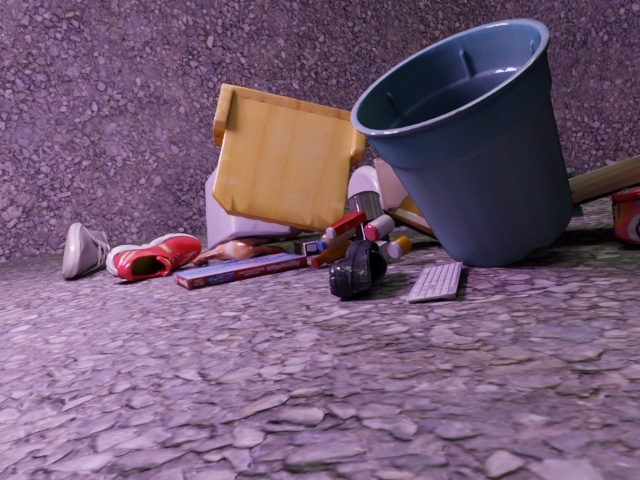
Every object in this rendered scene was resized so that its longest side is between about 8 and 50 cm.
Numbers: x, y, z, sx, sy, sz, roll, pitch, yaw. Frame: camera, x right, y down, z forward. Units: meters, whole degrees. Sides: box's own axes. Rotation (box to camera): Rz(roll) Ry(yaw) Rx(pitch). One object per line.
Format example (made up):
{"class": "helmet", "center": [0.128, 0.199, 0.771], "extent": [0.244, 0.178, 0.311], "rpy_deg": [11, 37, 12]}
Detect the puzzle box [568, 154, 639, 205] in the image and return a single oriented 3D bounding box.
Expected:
{"class": "puzzle box", "center": [0.513, -0.087, 1.252], "extent": [0.409, 0.052, 0.272], "rpy_deg": [-20, -6, 28]}

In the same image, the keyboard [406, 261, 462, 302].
{"class": "keyboard", "center": [0.192, 0.065, 0.938], "extent": [0.072, 0.014, 0.256], "rpy_deg": [-6, 6, 17]}

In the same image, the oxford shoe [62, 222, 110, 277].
{"class": "oxford shoe", "center": [-0.752, 0.033, 1.850], "extent": [0.130, 0.169, 0.449], "rpy_deg": [14, -1, -17]}

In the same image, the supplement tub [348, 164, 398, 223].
{"class": "supplement tub", "center": [0.285, -0.174, 2.093], "extent": [0.316, 0.228, 0.228], "rpy_deg": [-10, 6, -26]}

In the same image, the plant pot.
{"class": "plant pot", "center": [0.278, -0.153, 1.024], "extent": [0.341, 0.334, 0.341], "rpy_deg": [-24, 29, 14]}

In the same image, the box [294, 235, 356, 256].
{"class": "box", "center": [0.041, 0.006, 1.593], "extent": [0.207, 0.036, 0.114], "rpy_deg": [-9, 6, -16]}

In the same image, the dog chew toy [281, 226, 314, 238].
{"class": "dog chew toy", "center": [-0.141, -0.093, 2.072], "extent": [0.332, 0.206, 0.206], "rpy_deg": [1, 7, 6]}

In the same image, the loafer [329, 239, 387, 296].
{"class": "loafer", "center": [0.078, 0.047, 0.991], "extent": [0.078, 0.076, 0.223], "rpy_deg": [0, 12, 17]}

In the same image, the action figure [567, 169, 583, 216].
{"class": "action figure", "center": [0.611, -0.100, 1.615], "extent": [0.232, 0.137, 0.063], "rpy_deg": [-15, 16, 18]}

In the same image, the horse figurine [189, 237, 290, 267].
{"class": "horse figurine", "center": [-0.211, 0.028, 1.571], "extent": [0.263, 0.066, 0.175], "rpy_deg": [-6, 0, 38]}

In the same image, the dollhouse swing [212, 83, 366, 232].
{"class": "dollhouse swing", "center": [-0.094, -0.176, 1.394], "extent": [0.347, 0.304, 0.315], "rpy_deg": [10, -5, -10]}

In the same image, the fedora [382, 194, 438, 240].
{"class": "fedora", "center": [0.252, -0.062, 1.424], "extent": [0.194, 0.079, 0.194], "rpy_deg": [25, 2, -1]}

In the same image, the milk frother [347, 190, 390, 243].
{"class": "milk frother", "center": [0.086, -0.031, 1.412], "extent": [0.143, 0.134, 0.129], "rpy_deg": [-6, -25, -10]}

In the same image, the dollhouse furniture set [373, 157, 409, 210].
{"class": "dollhouse furniture set", "center": [0.411, -0.230, 1.821], "extent": [0.394, 0.361, 0.257], "rpy_deg": [-20, 12, -32]}

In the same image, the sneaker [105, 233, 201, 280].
{"class": "sneaker", "center": [-0.424, 0.058, 1.531], "extent": [0.118, 0.107, 0.279], "rpy_deg": [20, 26, 38]}

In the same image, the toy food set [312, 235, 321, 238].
{"class": "toy food set", "center": [0.000, 0.000, 1.784], "extent": [0.083, 0.020, 0.083], "rpy_deg": [-14, 8, -43]}

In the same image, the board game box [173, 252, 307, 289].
{"class": "board game box", "center": [-0.187, 0.068, 1.332], "extent": [0.282, 0.027, 0.145], "rpy_deg": [-10, 8, -25]}

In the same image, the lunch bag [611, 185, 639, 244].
{"class": "lunch bag", "center": [0.701, -0.059, 1.026], "extent": [0.293, 0.120, 0.258], "rpy_deg": [-5, 1, 40]}

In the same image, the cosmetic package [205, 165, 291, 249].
{"class": "cosmetic package", "center": [-0.228, -0.104, 1.693], "extent": [0.162, 0.229, 0.453], "rpy_deg": [-1, -5, -20]}

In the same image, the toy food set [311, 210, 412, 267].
{"class": "toy food set", "center": [0.073, 0.007, 1.222], "extent": [0.105, 0.111, 0.232], "rpy_deg": [-30, 20, -32]}
